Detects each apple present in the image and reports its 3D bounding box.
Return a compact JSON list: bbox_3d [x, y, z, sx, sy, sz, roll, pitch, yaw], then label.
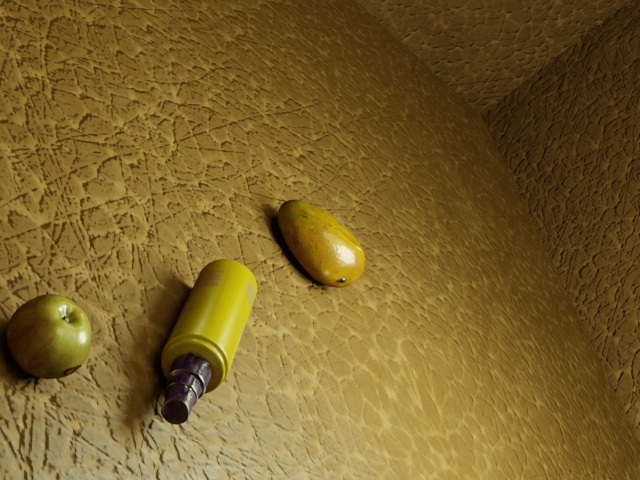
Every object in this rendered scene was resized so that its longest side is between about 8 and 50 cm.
[{"bbox_3d":[-0.257,0.091,0.921,0.084,0.071,0.084,42,24,-24],"label":"apple"}]

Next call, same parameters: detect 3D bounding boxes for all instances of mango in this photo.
[{"bbox_3d":[0.000,0.004,1.514,0.165,0.089,0.115,44,22,-12],"label":"mango"}]

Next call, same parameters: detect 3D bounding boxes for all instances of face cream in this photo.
[{"bbox_3d":[-0.134,0.116,1.108,0.078,0.078,0.273,46,23,-15],"label":"face cream"}]
